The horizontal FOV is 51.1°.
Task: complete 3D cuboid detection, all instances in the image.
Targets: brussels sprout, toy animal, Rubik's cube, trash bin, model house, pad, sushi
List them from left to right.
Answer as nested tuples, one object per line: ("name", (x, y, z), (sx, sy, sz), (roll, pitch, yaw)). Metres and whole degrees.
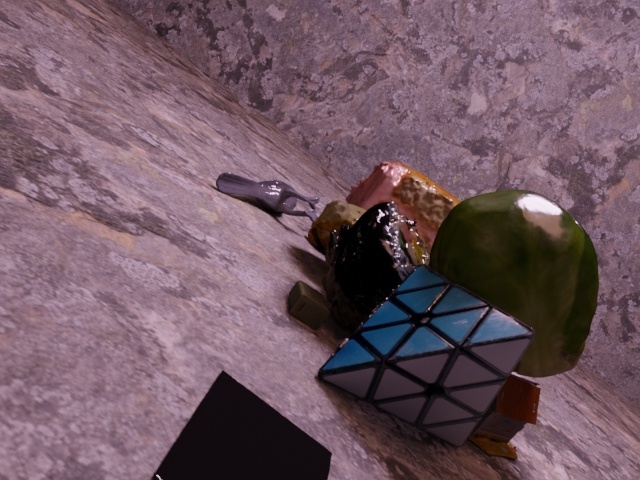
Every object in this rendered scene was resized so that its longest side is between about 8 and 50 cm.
("pad", (-0.064, 0.224, 0.680), (0.170, 0.006, 0.245), (38, 12, -2))
("toy animal", (-0.101, -0.105, 1.676), (0.205, 0.081, 0.367), (21, 7, 14))
("trash bin", (-0.023, 0.109, 1.178), (0.060, 0.043, 0.092), (34, 10, -15))
("sushi", (0.090, 0.061, 1.267), (0.225, 0.218, 0.238), (56, 36, -17))
("Rubik's cube", (0.170, 0.174, 1.039), (0.233, 0.229, 0.228), (33, 2, 19))
("model house", (0.308, 0.282, 1.255), (0.219, 0.136, 0.207), (28, 16, -40))
("brussels sprout", (0.350, 0.079, 1.189), (0.289, 0.281, 0.355), (-136, -154, -75))

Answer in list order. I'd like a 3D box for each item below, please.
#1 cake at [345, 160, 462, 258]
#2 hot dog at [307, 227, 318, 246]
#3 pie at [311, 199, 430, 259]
("cake", (0.198, -0.039, 1.786), (0.293, 0.307, 0.314), (34, 12, -7))
("hot dog", (0.000, 0.000, 1.701), (0.058, 0.035, 0.083), (25, 22, -44))
("pie", (0.122, 0.036, 1.513), (0.315, 0.092, 0.315), (31, -26, 17))
